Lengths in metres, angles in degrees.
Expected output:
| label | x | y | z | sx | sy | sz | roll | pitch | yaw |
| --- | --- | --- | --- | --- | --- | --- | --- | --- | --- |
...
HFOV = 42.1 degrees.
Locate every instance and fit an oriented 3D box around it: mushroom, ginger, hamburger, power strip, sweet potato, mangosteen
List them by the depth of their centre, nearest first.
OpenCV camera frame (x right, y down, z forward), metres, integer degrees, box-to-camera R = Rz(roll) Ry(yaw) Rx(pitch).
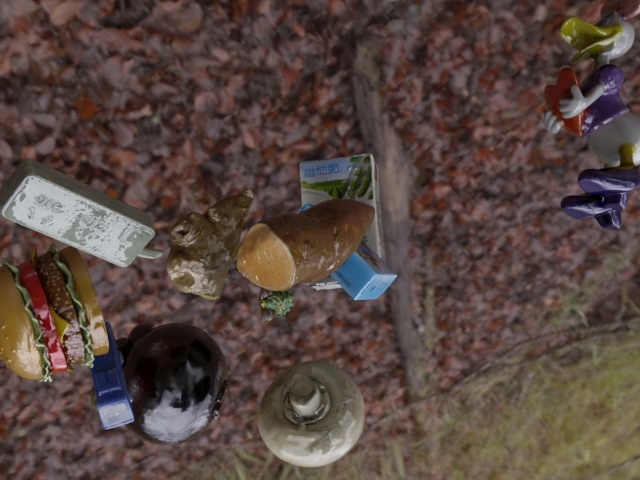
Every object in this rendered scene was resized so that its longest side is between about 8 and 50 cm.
| label | x | y | z | sx | sy | sz | roll | pitch | yaw |
| --- | --- | --- | --- | --- | --- | --- | --- | --- | --- |
| power strip | -0.359 | -0.031 | 1.315 | 0.288 | 0.053 | 0.093 | 28 | 112 | -39 |
| sweet potato | 0.002 | 0.000 | 1.429 | 0.336 | 0.131 | 0.131 | -18 | 151 | -52 |
| hamburger | -0.572 | 0.154 | 1.700 | 0.212 | 0.274 | 0.274 | -18 | 148 | -24 |
| mushroom | -0.025 | 0.378 | 1.856 | 0.246 | 0.246 | 0.202 | -29 | 142 | -7 |
| ginger | -0.247 | -0.006 | 1.862 | 0.219 | 0.123 | 0.270 | 38 | 69 | -56 |
| mangosteen | -0.398 | 0.340 | 2.047 | 0.307 | 0.346 | 0.307 | 17 | 90 | -84 |

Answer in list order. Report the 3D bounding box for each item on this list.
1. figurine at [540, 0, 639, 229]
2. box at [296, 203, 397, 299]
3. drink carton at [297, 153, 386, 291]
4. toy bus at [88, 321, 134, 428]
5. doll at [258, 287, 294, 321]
| label | x | y | z | sx | sy | sz | roll | pitch | yaw |
| --- | --- | --- | --- | --- | --- | --- | --- | --- | --- |
| figurine | 0.467 | -0.232 | 1.346 | 0.193 | 0.421 | 0.154 | -2 | 163 | -5 |
| box | 0.047 | 0.026 | 1.838 | 0.083 | 0.232 | 0.142 | -48 | 161 | 14 |
| drink carton | 0.058 | -0.040 | 2.105 | 0.194 | 0.325 | 0.132 | -6 | 169 | 9 |
| toy bus | -0.471 | 0.291 | 1.825 | 0.079 | 0.236 | 0.094 | -19 | 140 | -8 |
| doll | -0.093 | 0.127 | 1.744 | 0.076 | 0.078 | 0.113 | -1 | -179 | -3 |
